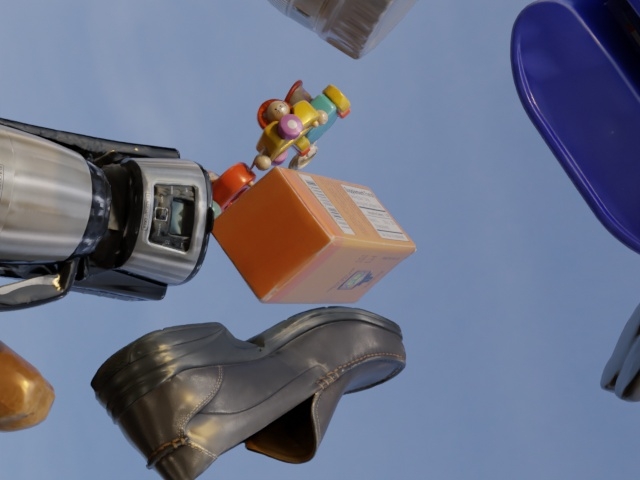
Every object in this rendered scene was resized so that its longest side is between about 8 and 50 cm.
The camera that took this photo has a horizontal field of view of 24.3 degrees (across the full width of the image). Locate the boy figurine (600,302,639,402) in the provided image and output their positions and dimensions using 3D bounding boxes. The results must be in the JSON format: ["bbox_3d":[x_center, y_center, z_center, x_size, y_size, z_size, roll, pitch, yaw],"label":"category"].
[{"bbox_3d":[0.358,0.138,1.128,0.092,0.285,0.177,-62,-174,0],"label":"boy figurine"}]

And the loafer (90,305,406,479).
[{"bbox_3d":[-0.020,0.069,0.639,0.062,0.170,0.061,-44,-115,39],"label":"loafer"}]

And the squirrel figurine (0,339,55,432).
[{"bbox_3d":[-0.454,0.117,0.995,0.370,0.281,0.397,-50,-144,-16],"label":"squirrel figurine"}]

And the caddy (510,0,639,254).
[{"bbox_3d":[0.330,-0.133,1.334,0.241,0.179,0.341,-38,-103,29],"label":"caddy"}]

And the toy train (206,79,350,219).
[{"bbox_3d":[-0.044,-0.076,1.196,0.046,0.166,0.125,46,-54,5],"label":"toy train"}]

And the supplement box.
[{"bbox_3d":[0.000,0.000,1.182,0.078,0.233,0.080,-41,-106,13],"label":"supplement box"}]

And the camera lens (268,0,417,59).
[{"bbox_3d":[-0.014,-0.305,1.159,0.274,0.219,0.219,38,-59,2],"label":"camera lens"}]

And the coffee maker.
[{"bbox_3d":[-0.183,-0.028,0.967,0.171,0.178,0.120,35,-72,49],"label":"coffee maker"}]
